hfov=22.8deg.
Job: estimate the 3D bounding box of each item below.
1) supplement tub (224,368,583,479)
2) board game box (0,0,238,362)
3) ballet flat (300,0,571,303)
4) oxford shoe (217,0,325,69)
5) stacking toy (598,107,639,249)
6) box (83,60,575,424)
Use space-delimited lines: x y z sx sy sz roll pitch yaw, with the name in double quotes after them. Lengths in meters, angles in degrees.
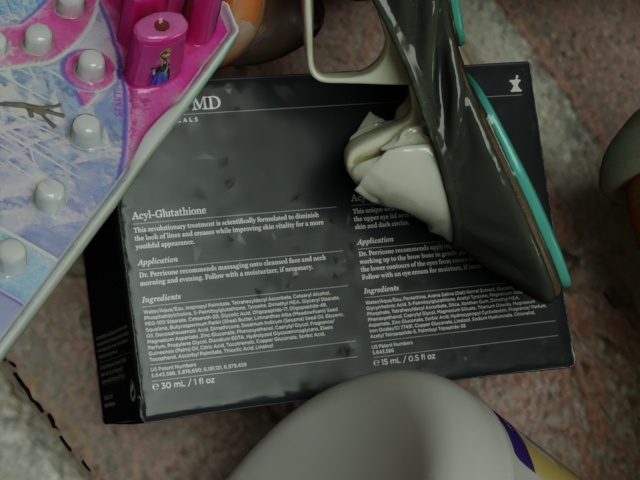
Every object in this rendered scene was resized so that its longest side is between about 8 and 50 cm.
0.099 0.247 0.829 0.331 0.241 0.241 39 70 -25 "supplement tub"
-0.290 -0.077 0.723 0.390 0.050 0.390 27 55 7 "board game box"
0.047 -0.084 0.846 0.096 0.095 0.280 -20 103 3 "ballet flat"
-0.109 -0.262 0.928 0.132 0.130 0.364 -12 78 -54 "oxford shoe"
0.357 0.136 0.892 0.350 0.350 0.480 -2 81 -21 "stacking toy"
0.000 0.000 0.919 0.261 0.103 0.184 -5 86 -21 "box"
